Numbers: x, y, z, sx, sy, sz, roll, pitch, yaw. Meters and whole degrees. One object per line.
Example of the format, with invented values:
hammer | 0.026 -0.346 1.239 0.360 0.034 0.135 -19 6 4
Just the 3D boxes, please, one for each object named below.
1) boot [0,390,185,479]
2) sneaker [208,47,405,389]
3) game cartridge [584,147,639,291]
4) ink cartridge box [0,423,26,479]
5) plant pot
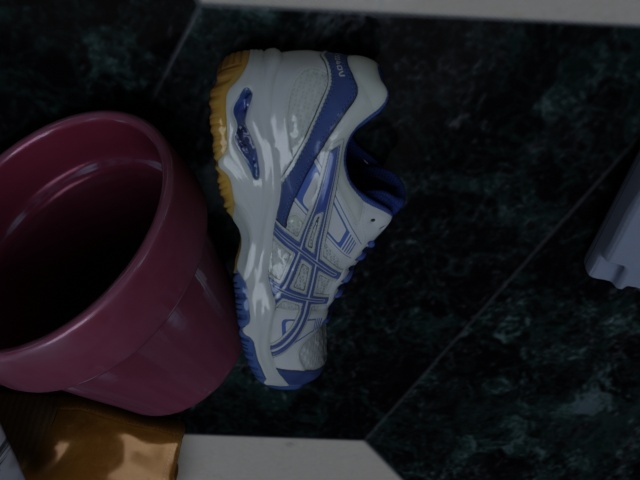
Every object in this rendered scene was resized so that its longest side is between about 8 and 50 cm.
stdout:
boot | -0.254 0.266 0.896 0.211 0.104 0.295 16 124 -14
sneaker | 0.000 0.000 0.686 0.131 0.111 0.296 -3 128 2
game cartridge | 0.376 -0.027 0.702 0.294 0.060 0.196 11 130 -8
ink cartridge box | -0.317 0.167 0.695 0.160 0.092 0.219 19 137 20
plant pot | -0.151 0.036 0.676 0.201 0.201 0.180 -19 141 14
